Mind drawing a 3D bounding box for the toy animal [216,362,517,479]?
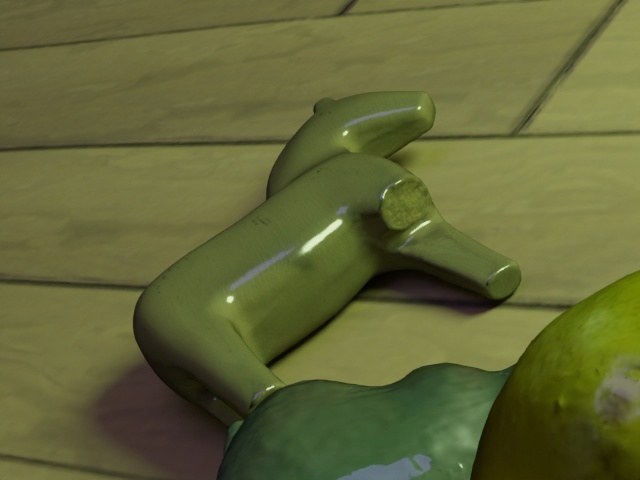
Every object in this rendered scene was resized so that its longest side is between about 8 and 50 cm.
[{"bbox_3d":[0.082,0.090,0.744,0.251,0.125,0.127,-24,50,22],"label":"toy animal"}]

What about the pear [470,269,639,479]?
[{"bbox_3d":[0.142,0.091,0.598,0.200,0.200,0.200,-24,28,14],"label":"pear"}]

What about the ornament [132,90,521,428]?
[{"bbox_3d":[0.000,0.000,1.035,0.230,0.061,0.245,-37,31,-14],"label":"ornament"}]
